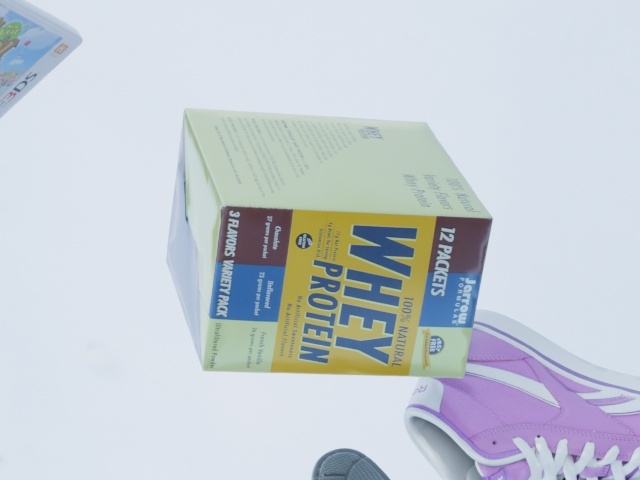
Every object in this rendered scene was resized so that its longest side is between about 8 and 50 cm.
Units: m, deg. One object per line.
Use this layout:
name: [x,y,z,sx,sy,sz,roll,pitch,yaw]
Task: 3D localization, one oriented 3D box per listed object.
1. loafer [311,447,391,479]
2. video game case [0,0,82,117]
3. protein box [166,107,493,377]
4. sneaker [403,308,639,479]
loafer: [0.060,0.331,1.980,0.084,0.096,0.267,96,151,-50]
video game case: [-0.340,-0.153,1.809,0.023,0.193,0.212,54,-167,25]
protein box: [0.000,0.000,1.530,0.201,0.200,0.136,2,114,-14]
sneaker: [0.201,0.177,1.604,0.282,0.161,0.102,22,135,17]
